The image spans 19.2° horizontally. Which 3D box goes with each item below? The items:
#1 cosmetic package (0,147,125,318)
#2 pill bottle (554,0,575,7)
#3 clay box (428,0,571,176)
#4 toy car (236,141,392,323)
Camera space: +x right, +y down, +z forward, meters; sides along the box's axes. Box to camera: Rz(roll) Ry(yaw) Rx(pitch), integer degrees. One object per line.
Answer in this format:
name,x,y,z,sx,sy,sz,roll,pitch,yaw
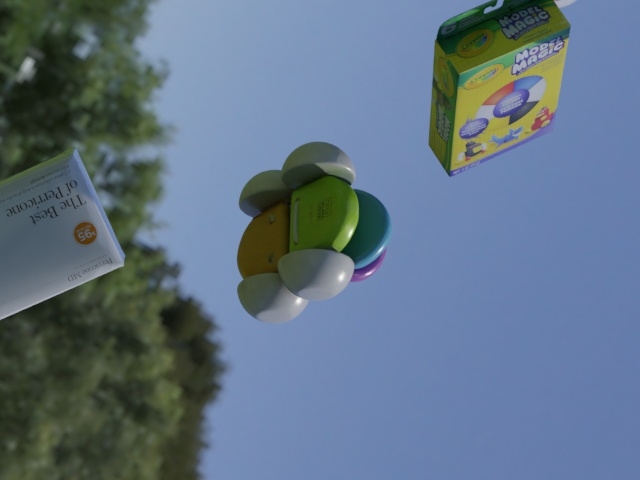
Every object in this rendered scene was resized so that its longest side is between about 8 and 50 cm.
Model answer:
cosmetic package,-0.280,0.021,1.464,0.239,0.099,0.060,-24,-169,-2
pill bottle,0.299,-0.463,2.174,0.363,0.210,0.210,-57,-168,37
clay box,0.177,-0.161,1.883,0.127,0.053,0.222,-25,154,-12
toy car,0.000,0.000,1.918,0.182,0.136,0.159,-31,-129,49
